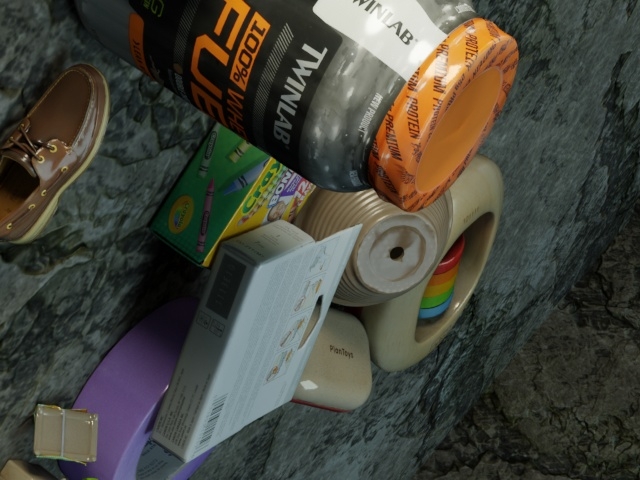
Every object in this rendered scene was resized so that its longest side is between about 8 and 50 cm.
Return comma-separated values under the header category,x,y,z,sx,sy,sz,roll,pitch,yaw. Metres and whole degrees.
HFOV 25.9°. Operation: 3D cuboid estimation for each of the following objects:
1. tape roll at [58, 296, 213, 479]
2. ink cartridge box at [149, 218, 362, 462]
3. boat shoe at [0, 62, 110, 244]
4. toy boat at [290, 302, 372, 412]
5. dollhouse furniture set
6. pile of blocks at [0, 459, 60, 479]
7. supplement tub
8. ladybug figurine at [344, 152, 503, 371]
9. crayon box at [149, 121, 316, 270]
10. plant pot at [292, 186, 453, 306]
category,x,y,z,sx,sy,sz,roll,pitch,yaw
tape roll,-0.197,0.207,1.726,0.275,0.090,0.275,-48,160,-24
ink cartridge box,-0.073,0.103,1.638,0.239,0.060,0.275,-24,141,-58
boat shoe,-0.242,-0.073,1.206,0.178,0.064,0.060,-58,163,12
toy boat,-0.038,0.171,1.998,0.231,0.151,0.151,22,58,-53
dollhouse furniture set,-0.290,0.262,1.545,0.058,0.076,0.152,-39,-133,53
pile of blocks,-0.346,0.408,1.654,0.149,0.112,0.362,-41,155,-38
supplement tub,-0.020,-0.177,1.154,0.207,0.338,0.207,-47,158,-25
ladybug figurine,0.141,0.025,2.133,0.305,0.162,0.449,-42,156,-34
crayon box,-0.061,-0.094,1.579,0.278,0.081,0.165,-57,161,2
plant pot,0.081,-0.006,1.834,0.237,0.110,0.237,-10,118,-20
